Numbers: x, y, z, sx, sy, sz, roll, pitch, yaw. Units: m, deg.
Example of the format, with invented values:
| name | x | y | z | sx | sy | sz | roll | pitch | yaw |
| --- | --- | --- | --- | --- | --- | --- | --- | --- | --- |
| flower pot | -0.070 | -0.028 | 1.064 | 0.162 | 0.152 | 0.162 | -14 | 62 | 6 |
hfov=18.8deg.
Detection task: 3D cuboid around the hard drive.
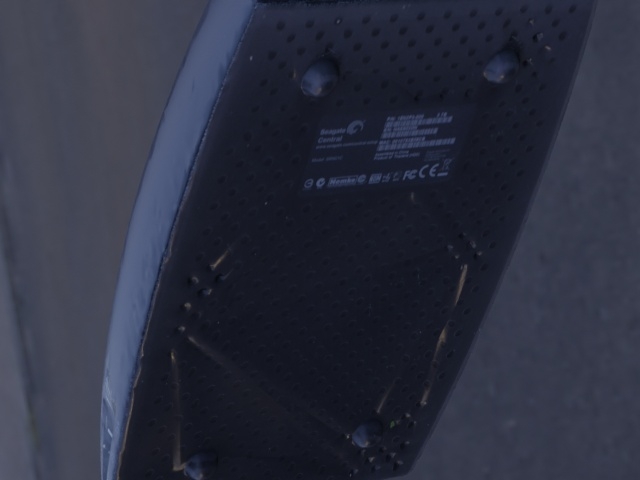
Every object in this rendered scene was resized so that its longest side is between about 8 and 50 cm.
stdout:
| name | x | y | z | sx | sy | sz | roll | pitch | yaw |
| --- | --- | --- | --- | --- | --- | --- | --- | --- | --- |
| hard drive | 0.000 | 0.000 | 0.769 | 0.054 | 0.172 | 0.255 | 51 | 136 | 40 |
